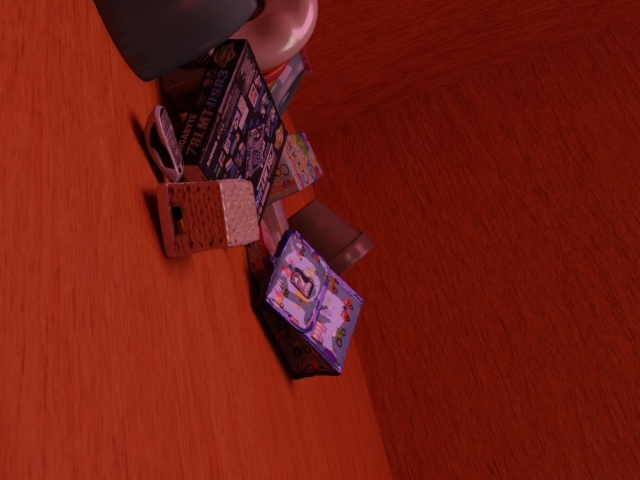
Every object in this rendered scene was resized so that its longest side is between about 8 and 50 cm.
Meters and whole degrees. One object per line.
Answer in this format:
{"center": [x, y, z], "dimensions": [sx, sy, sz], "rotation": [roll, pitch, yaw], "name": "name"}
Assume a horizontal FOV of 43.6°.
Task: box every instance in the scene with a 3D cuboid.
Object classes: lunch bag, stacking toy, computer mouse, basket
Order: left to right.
{"center": [-0.249, -0.127, 1.299], "dimensions": [0.106, 0.042, 0.193], "rotation": [-89, 166, -62], "name": "computer mouse"}
{"center": [-0.169, -0.040, 1.240], "dimensions": [0.167, 0.103, 0.113], "rotation": [-18, 101, -77], "name": "basket"}
{"center": [-0.193, -0.455, 1.959], "dimensions": [0.480, 0.351, 0.350], "rotation": [101, -26, -69], "name": "stacking toy"}
{"center": [-0.048, 0.134, 1.795], "dimensions": [0.293, 0.138, 0.221], "rotation": [54, 39, -33], "name": "lunch bag"}

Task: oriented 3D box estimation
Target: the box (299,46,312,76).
{"center": [-0.169, -0.558, 2.497], "dimensions": [0.128, 0.257, 0.122], "rotation": [-102, 173, -53], "name": "box"}

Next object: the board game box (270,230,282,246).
{"center": [-0.080, 0.100, 2.165], "dimensions": [0.305, 0.053, 0.193], "rotation": [51, 21, -76], "name": "board game box"}

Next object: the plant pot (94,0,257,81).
{"center": [-0.249, -0.455, 1.396], "dimensions": [0.293, 0.235, 0.293], "rotation": [-18, 90, -85], "name": "plant pot"}

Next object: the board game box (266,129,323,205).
{"center": [-0.110, -0.190, 2.113], "dimensions": [0.142, 0.144, 0.275], "rotation": [66, 16, -7], "name": "board game box"}

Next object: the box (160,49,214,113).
{"center": [-0.276, -0.402, 1.613], "dimensions": [0.094, 0.113, 0.275], "rotation": [57, 14, -65], "name": "box"}

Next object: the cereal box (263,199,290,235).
{"center": [-0.140, -0.096, 2.280], "dimensions": [0.173, 0.047, 0.240], "rotation": [49, 22, -72], "name": "cereal box"}

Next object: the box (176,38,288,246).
{"center": [-0.165, -0.184, 1.556], "dimensions": [0.293, 0.073, 0.295], "rotation": [66, 35, -57], "name": "box"}

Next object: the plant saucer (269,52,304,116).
{"center": [-0.125, -0.371, 2.203], "dimensions": [0.044, 0.317, 0.317], "rotation": [31, 9, -3], "name": "plant saucer"}

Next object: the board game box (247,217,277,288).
{"center": [-0.130, 0.046, 1.880], "dimensions": [0.147, 0.045, 0.193], "rotation": [66, 7, -45], "name": "board game box"}

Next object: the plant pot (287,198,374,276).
{"center": [0.000, 0.000, 2.485], "dimensions": [0.229, 0.263, 0.263], "rotation": [54, 6, -4], "name": "plant pot"}
